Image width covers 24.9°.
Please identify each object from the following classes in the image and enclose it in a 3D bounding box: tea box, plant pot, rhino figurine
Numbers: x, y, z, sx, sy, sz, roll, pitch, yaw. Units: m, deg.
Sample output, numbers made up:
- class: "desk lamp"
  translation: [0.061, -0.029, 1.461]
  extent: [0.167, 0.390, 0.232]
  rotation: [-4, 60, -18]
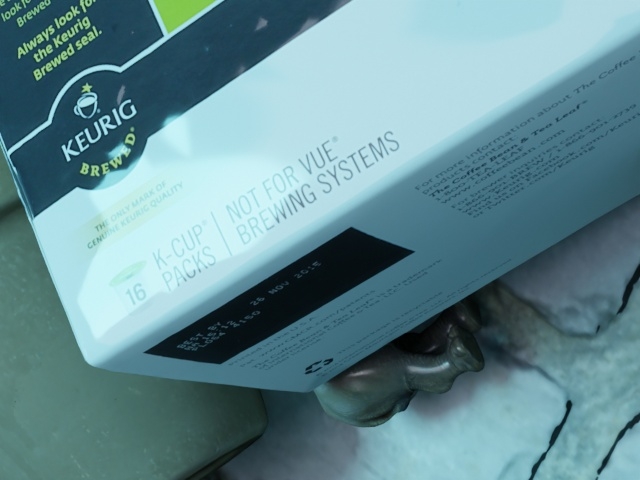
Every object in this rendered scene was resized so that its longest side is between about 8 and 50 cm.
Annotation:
- class: "tea box"
  translation: [0.012, -0.143, 0.716]
  extent: [0.329, 0.220, 0.323]
  rotation: [-31, 70, 19]
- class: "plant pot"
  translation: [-0.154, 0.059, 0.882]
  extent: [0.263, 0.263, 0.229]
  rotation: [-40, 80, 36]
- class: "rhino figurine"
  translation: [0.000, 0.000, 0.863]
  extent: [0.106, 0.073, 0.243]
  rotation: [-38, 70, 20]
